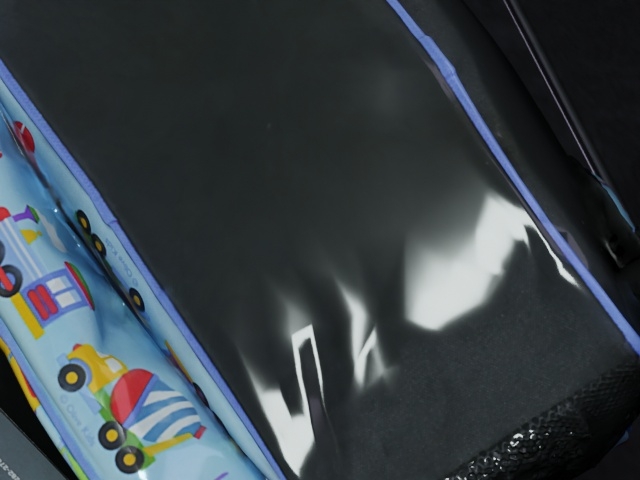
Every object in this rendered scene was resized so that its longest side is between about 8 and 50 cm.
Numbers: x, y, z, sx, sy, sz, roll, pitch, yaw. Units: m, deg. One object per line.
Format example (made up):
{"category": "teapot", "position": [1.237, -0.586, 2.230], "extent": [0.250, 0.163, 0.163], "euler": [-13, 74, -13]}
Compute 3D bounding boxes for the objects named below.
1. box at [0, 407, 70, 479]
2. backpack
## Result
{"category": "box", "position": [-0.140, 0.051, 0.269], "extent": [0.233, 0.059, 0.183], "euler": [46, 37, -7]}
{"category": "backpack", "position": [0.000, 0.000, 0.409], "extent": [0.158, 0.117, 0.173], "euler": [55, 2, 14]}
